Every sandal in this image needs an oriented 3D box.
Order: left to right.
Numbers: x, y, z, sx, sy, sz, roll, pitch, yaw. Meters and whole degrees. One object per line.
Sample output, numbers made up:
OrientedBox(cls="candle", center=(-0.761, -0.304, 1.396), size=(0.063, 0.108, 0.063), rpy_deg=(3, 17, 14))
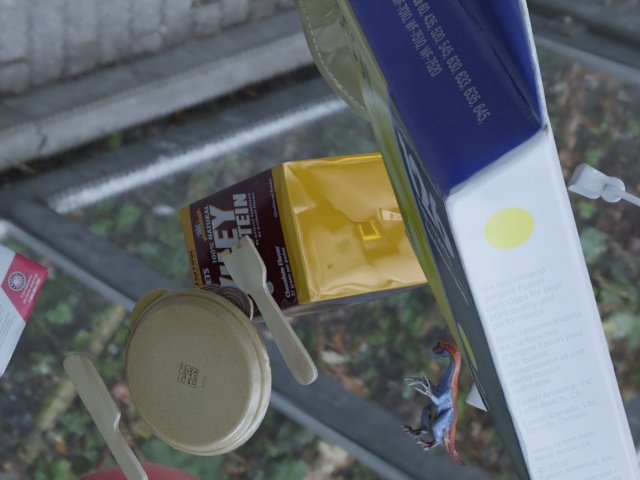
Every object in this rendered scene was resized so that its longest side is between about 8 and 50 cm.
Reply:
OrientedBox(cls="sandal", center=(0.013, -0.201, 1.167), size=(0.088, 0.240, 0.079), rpy_deg=(-36, -173, 22))

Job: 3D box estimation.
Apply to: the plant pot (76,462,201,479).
OrientedBox(cls="plant pot", center=(-0.111, 0.349, 1.255), size=(0.275, 0.243, 0.275), rpy_deg=(-7, 102, -35))

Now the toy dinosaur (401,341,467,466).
OrientedBox(cls="toy dinosaur", center=(0.098, 0.126, 1.204), size=(0.090, 0.047, 0.082), rpy_deg=(29, 99, -29))

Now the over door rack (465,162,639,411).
OrientedBox(cls="over door rack", center=(0.299, 0.097, 1.240), size=(0.239, 0.324, 0.108), rpy_deg=(-63, 157, -3))

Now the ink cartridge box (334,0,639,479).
OrientedBox(cls="ink cartridge box", center=(0.068, -0.052, 0.787), size=(0.072, 0.303, 0.307), rpy_deg=(-21, 124, 2))

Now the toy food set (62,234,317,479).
OrientedBox(cls="toy food set", center=(-0.088, 0.091, 1.086), size=(0.192, 0.132, 0.038), rpy_deg=(-33, 171, 27))

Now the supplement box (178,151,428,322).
OrientedBox(cls="supplement box", center=(0.000, 0.000, 1.446), size=(0.191, 0.194, 0.129), rpy_deg=(-8, 84, -35))

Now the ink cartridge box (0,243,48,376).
OrientedBox(cls="ink cartridge box", center=(-0.375, 0.050, 1.455), size=(0.175, 0.072, 0.127), rpy_deg=(29, 57, -17))
